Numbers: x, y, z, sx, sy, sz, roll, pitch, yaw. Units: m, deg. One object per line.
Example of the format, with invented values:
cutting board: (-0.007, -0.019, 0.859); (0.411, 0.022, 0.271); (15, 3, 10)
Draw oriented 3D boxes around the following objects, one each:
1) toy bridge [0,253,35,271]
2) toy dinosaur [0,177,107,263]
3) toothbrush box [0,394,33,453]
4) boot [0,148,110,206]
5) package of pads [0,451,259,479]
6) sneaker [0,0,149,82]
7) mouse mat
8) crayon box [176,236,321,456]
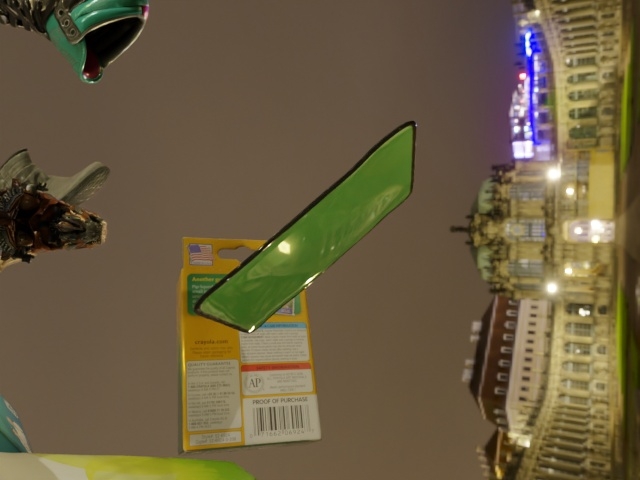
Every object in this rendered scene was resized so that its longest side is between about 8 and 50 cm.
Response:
toy bridge: (-0.525, -0.008, 1.027); (0.063, 0.026, 0.188); (33, -147, -16)
toy dinosaur: (-0.470, -0.028, 0.770); (0.218, 0.322, 0.164); (-178, 77, -82)
toothbrush box: (-0.458, 0.176, 0.543); (0.216, 0.126, 0.295); (-36, -51, -22)
boot: (-0.569, -0.125, 1.171); (0.161, 0.247, 0.083); (54, -170, -3)
package of pads: (-0.040, 0.209, 0.271); (0.229, 0.297, 0.101); (32, -102, -51)
sneaker: (-0.353, -0.285, 0.735); (0.124, 0.296, 0.178); (162, 89, -86)
mouse mat: (0.000, 0.000, 0.426); (0.190, 0.007, 0.152); (-42, -16, -4)
crayon box: (-0.120, 0.160, 0.903); (0.083, 0.203, 0.322); (129, 139, -59)
